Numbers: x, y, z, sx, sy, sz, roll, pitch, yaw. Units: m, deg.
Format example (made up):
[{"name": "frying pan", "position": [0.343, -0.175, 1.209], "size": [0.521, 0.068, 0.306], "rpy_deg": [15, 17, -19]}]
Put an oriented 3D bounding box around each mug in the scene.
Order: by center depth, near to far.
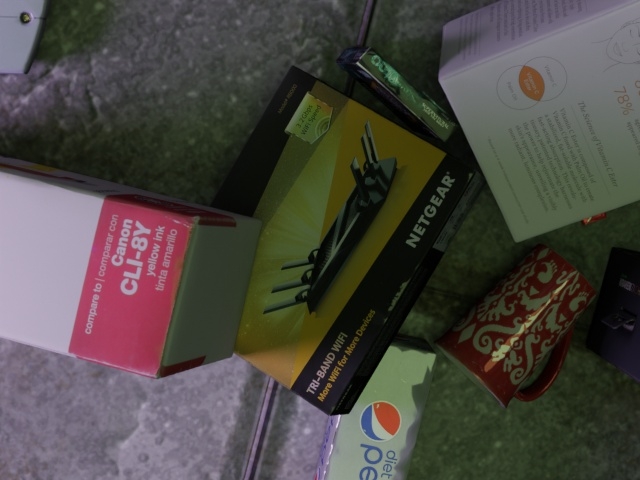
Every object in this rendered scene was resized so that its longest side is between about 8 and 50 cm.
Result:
[{"name": "mug", "position": [0.233, 0.100, 1.636], "size": [0.169, 0.150, 0.113], "rpy_deg": [-47, 63, -3]}]

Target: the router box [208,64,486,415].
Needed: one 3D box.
[{"name": "router box", "position": [0.000, 0.000, 1.547], "size": [0.243, 0.081, 0.308], "rpy_deg": [31, 94, 18]}]

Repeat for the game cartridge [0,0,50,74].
[{"name": "game cartridge", "position": [-0.387, -0.331, 1.526], "size": [0.198, 0.062, 0.297], "rpy_deg": [1, 97, -10]}]

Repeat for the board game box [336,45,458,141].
[{"name": "board game box", "position": [0.080, -0.162, 1.528], "size": [0.126, 0.186, 0.026], "rpy_deg": [41, 92, -10]}]

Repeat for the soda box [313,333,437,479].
[{"name": "soda box", "position": [0.052, 0.248, 1.628], "size": [0.098, 0.091, 0.286], "rpy_deg": [12, 96, -6]}]

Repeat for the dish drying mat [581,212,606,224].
[{"name": "dish drying mat", "position": [0.313, -0.062, 1.655], "size": [0.032, 0.008, 0.083], "rpy_deg": [-18, 99, -2]}]

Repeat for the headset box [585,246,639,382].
[{"name": "headset box", "position": [0.459, 0.108, 1.573], "size": [0.283, 0.246, 0.131], "rpy_deg": [14, 95, -8]}]

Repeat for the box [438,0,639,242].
[{"name": "box", "position": [0.326, -0.176, 1.486], "size": [0.345, 0.168, 0.215], "rpy_deg": [-20, 115, 18]}]

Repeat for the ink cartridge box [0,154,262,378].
[{"name": "ink cartridge box", "position": [-0.284, 0.008, 1.417], "size": [0.385, 0.279, 0.160], "rpy_deg": [13, 93, 10]}]
